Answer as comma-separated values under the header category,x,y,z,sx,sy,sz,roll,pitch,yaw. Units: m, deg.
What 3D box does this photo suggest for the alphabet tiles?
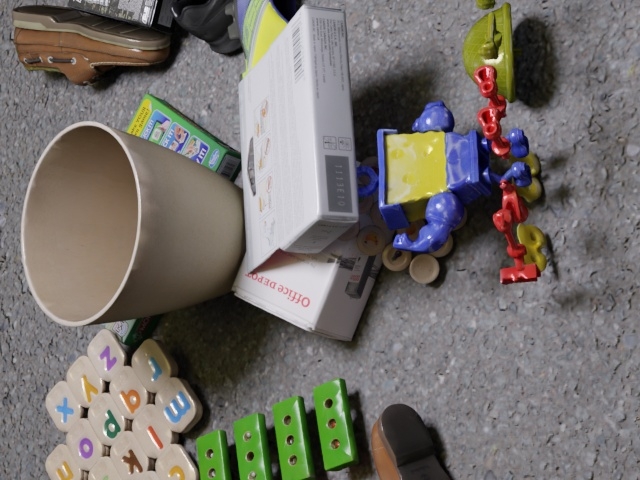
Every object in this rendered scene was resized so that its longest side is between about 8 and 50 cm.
category,x,y,z,sx,sy,sz,roll,pitch,yaw
alphabet tiles,-0.279,0.277,1.966,0.284,0.021,0.278,-49,60,22

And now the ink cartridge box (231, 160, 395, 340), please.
category,x,y,z,sx,sy,sz,roll,pitch,yaw
ink cartridge box,0.000,0.000,1.790,0.159,0.092,0.217,23,91,41

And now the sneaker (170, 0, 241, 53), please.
category,x,y,z,sx,sy,sz,roll,pitch,yaw
sneaker,-0.126,-0.416,1.996,0.109,0.130,0.286,12,84,44

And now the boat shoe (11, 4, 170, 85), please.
category,x,y,z,sx,sy,sz,roll,pitch,yaw
boat shoe,-0.351,-0.296,2.178,0.307,0.111,0.104,16,115,35

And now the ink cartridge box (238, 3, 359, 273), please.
category,x,y,z,sx,sy,sz,roll,pitch,yaw
ink cartridge box,-0.032,-0.116,1.737,0.239,0.060,0.275,141,129,-62

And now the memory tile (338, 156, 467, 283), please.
category,x,y,z,sx,sy,sz,roll,pitch,yaw
memory tile,0.094,-0.024,1.703,0.148,0.012,0.113,28,92,-2

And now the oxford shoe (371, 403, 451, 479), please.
category,x,y,z,sx,sy,sz,roll,pitch,yaw
oxford shoe,0.112,0.301,1.636,0.076,0.076,0.212,124,136,-53

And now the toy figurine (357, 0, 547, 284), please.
category,x,y,z,sx,sy,sz,roll,pitch,yaw
toy figurine,0.125,-0.117,1.620,0.217,0.191,0.362,-11,65,20

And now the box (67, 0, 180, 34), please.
category,x,y,z,sx,sy,sz,roll,pitch,yaw
box,-0.274,-0.409,2.067,0.147,0.077,0.180,16,95,20

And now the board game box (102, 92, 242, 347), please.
category,x,y,z,sx,sy,sz,roll,pitch,yaw
board game box,-0.257,-0.031,2.047,0.213,0.046,0.317,35,100,40

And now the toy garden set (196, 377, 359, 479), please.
category,x,y,z,sx,sy,sz,roll,pitch,yaw
toy garden set,-0.042,0.311,1.765,0.244,0.049,0.203,-26,60,31

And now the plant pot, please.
category,x,y,z,sx,sy,sz,roll,pitch,yaw
plant pot,-0.204,-0.010,1.831,0.256,0.274,0.256,-7,80,46

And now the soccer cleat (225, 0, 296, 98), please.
category,x,y,z,sx,sy,sz,roll,pitch,yaw
soccer cleat,-0.045,-0.233,1.901,0.121,0.093,0.289,-22,66,16
